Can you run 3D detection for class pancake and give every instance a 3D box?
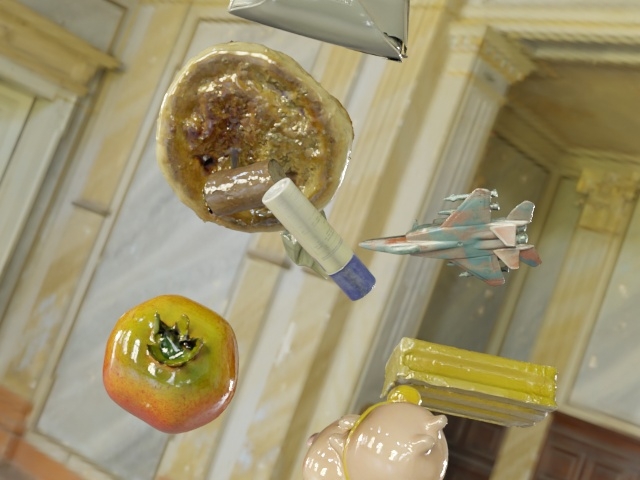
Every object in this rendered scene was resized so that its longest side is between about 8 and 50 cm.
[{"bbox_3d":[-0.118,-0.169,1.913,0.356,0.356,0.065,22,20,-8],"label":"pancake"}]

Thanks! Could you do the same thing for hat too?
[{"bbox_3d":[-0.015,-0.002,2.123,0.081,0.122,0.166,7,-21,32],"label":"hat"}]

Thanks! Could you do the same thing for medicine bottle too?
[{"bbox_3d":[0.000,0.000,1.779,0.231,0.059,0.059,49,-17,-19],"label":"medicine bottle"}]

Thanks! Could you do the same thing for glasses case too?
[{"bbox_3d":[0.009,-0.390,1.792,0.308,0.128,0.083,13,-11,-8],"label":"glasses case"}]

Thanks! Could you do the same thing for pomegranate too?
[{"bbox_3d":[-0.231,0.189,1.724,0.221,0.221,0.256,21,-23,-4],"label":"pomegranate"}]

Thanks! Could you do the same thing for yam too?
[{"bbox_3d":[-0.126,-0.090,1.842,0.127,0.084,0.084,-16,-18,15],"label":"yam"}]

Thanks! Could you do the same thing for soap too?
[{"bbox_3d":[0.288,0.281,2.129,0.315,0.091,0.199,10,-22,-2],"label":"soap"}]

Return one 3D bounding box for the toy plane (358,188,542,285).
[{"bbox_3d":[0.230,-0.006,1.980,0.326,0.104,0.223,2,-50,22],"label":"toy plane"}]

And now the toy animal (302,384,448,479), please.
[{"bbox_3d":[0.075,0.288,1.447,0.149,0.165,0.248,54,-44,8],"label":"toy animal"}]
